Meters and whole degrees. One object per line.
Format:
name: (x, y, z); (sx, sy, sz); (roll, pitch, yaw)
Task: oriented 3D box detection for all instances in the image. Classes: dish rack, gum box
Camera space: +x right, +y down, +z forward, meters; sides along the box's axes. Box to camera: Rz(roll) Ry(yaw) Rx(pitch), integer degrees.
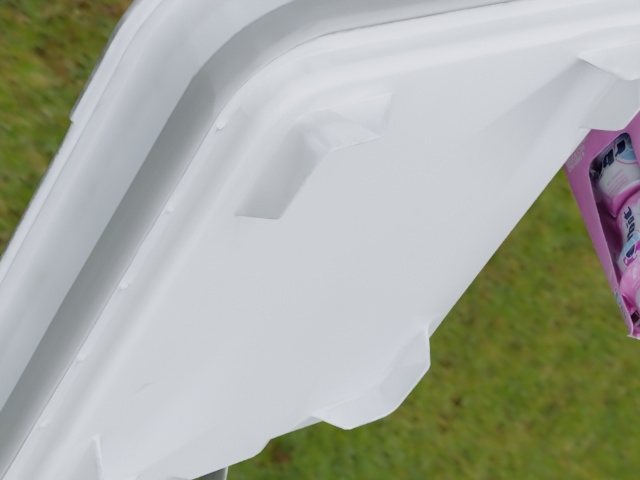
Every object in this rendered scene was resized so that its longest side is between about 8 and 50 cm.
dish rack: (0.000, 0.000, 0.797); (0.286, 0.072, 0.333); (-16, 152, -43)
gum box: (0.208, -0.004, 0.922); (0.188, 0.107, 0.062); (10, 138, -33)

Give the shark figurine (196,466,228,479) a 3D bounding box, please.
shark figurine: (-0.186, 0.155, 1.323); (0.116, 0.278, 0.166); (-54, 166, -28)
